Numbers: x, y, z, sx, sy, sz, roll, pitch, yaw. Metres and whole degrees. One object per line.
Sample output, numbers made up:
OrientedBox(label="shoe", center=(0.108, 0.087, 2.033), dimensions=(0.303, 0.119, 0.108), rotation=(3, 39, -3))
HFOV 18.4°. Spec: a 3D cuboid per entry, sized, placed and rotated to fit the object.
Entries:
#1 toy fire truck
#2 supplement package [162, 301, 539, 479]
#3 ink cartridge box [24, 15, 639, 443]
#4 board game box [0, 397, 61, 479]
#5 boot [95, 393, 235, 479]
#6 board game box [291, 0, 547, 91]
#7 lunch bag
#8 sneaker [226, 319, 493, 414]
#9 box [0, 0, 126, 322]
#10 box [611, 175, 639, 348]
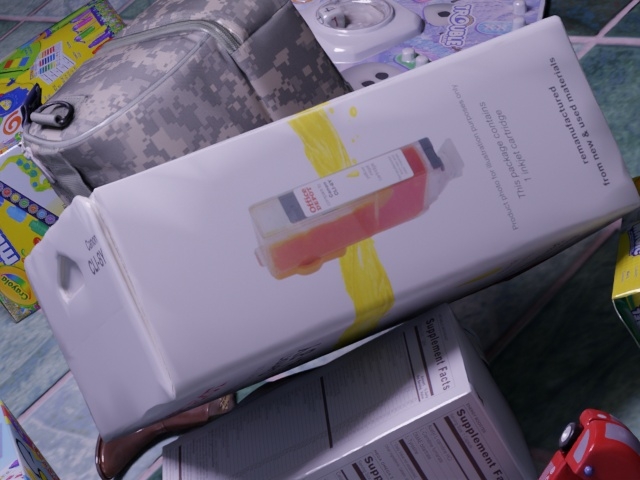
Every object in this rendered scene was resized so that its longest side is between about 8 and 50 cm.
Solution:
OrientedBox(label="toy fire truck", center=(0.149, 0.209, 1.263), dimensions=(0.192, 0.047, 0.135), rotation=(-57, 9, 8))
OrientedBox(label="supplement package", center=(0.023, 0.177, 1.421), dimensions=(0.244, 0.134, 0.139), rotation=(-27, 25, 9))
OrientedBox(label="ink cartridge box", center=(0.000, 0.000, 1.482), dimensions=(0.384, 0.160, 0.279), rotation=(-21, -6, -20))
OrientedBox(label="board game box", center=(-0.257, 0.267, 1.559), dimensions=(0.144, 0.142, 0.275), rotation=(-33, 26, -2))
OrientedBox(label="boot", center=(-0.134, 0.165, 1.732), dimensions=(0.114, 0.037, 0.106), rotation=(-10, 35, 28))
OrientedBox(label="board game box", center=(0.035, -0.237, 2.059), dimensions=(0.390, 0.050, 0.390), rotation=(2, 34, 11))
OrientedBox(label="lunch bag", center=(-0.106, -0.059, 1.783), dimensions=(0.212, 0.305, 0.256), rotation=(-3, 36, 45))
OrientedBox(label="sneaker", center=(0.016, 0.143, 1.535), dimensions=(0.258, 0.094, 0.091), rotation=(-32, 21, -2))
OrientedBox(label="box", center=(-0.291, -0.101, 2.200), dimensions=(0.279, 0.177, 0.290), rotation=(-33, 27, -2))
OrientedBox(label="box", center=(0.256, 0.037, 1.450), dimensions=(0.043, 0.105, 0.179), rotation=(-19, 29, 27))
